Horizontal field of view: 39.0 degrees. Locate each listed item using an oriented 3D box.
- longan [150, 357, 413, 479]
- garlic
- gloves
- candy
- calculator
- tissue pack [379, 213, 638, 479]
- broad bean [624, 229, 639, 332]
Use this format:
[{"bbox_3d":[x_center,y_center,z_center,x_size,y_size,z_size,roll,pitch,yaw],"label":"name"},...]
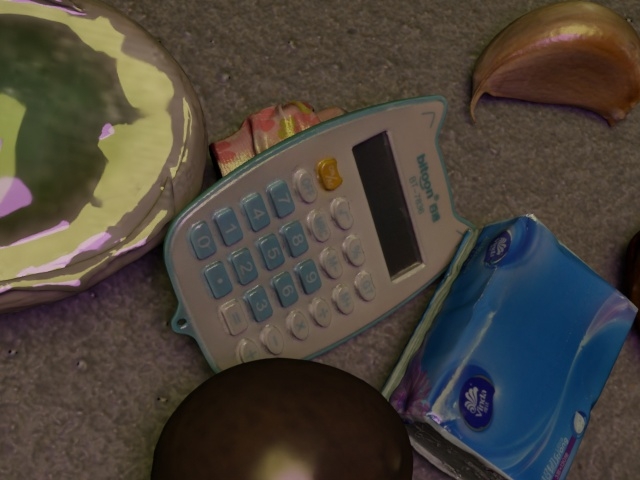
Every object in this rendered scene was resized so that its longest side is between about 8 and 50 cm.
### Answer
[{"bbox_3d":[-0.037,0.234,0.884,0.258,0.258,0.258,4,70,-10],"label":"longan"},{"bbox_3d":[0.318,-0.235,1.204,0.245,0.145,0.164,0,102,-9],"label":"garlic"},{"bbox_3d":[-0.003,-0.099,1.083,0.241,0.126,0.145,-19,73,-11],"label":"gloves"},{"bbox_3d":[-0.334,-0.103,0.976,0.427,0.186,0.385,-1,79,-14],"label":"candy"},{"bbox_3d":[0.000,0.000,1.012,0.386,0.054,0.256,-30,119,-22],"label":"calculator"},{"bbox_3d":[0.209,0.137,1.008,0.198,0.146,0.263,38,68,-14],"label":"tissue pack"},{"bbox_3d":[0.463,0.078,1.114,0.156,0.122,0.228,-21,80,-33],"label":"broad bean"}]
